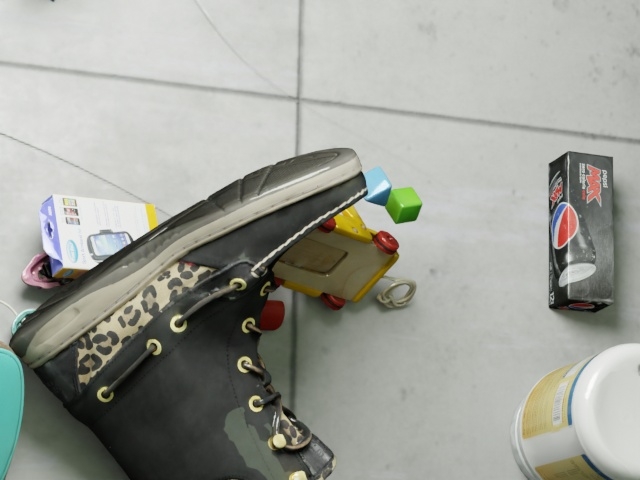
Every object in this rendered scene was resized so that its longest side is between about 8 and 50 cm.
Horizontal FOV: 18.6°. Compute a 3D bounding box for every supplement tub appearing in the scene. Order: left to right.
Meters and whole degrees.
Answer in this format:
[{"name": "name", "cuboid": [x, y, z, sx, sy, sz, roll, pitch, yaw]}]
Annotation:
[{"name": "supplement tub", "cuboid": [0.290, 0.190, 2.004, 0.144, 0.199, 0.144, 4, 76, -18]}]

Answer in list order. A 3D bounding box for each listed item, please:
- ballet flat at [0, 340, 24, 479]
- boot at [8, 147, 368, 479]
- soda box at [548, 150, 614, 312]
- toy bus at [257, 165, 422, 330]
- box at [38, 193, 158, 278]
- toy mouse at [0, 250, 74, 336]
[{"name": "ballet flat", "cuboid": [-0.360, 0.243, 1.816, 0.107, 0.106, 0.316, 22, 76, -41]}, {"name": "boot", "cuboid": [-0.072, 0.106, 1.865, 0.377, 0.138, 0.284, -31, 99, 3]}, {"name": "soda box", "cuboid": [0.284, -0.009, 2.131, 0.060, 0.053, 0.169, 6, 74, -17]}, {"name": "toy bus", "cuboid": [-0.004, -0.006, 2.002, 0.191, 0.202, 0.104, -18, 53, -15]}, {"name": "box", "cuboid": [-0.222, -0.001, 1.944, 0.136, 0.028, 0.081, 5, 63, -35]}, {"name": "toy mouse", "cuboid": [-0.269, 0.064, 1.938, 0.143, 0.031, 0.161, 3, 76, -18]}]
